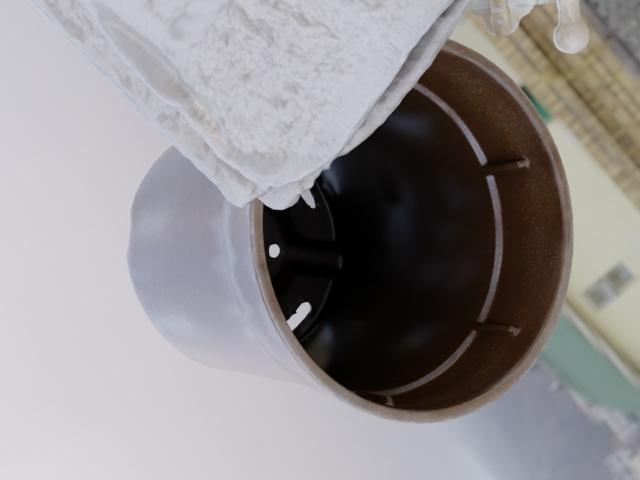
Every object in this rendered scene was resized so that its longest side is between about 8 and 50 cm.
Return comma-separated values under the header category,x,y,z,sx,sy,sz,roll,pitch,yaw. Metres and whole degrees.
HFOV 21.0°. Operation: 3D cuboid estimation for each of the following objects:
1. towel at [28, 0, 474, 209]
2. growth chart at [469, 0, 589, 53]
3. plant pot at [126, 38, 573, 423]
category,x,y,z,sx,sy,sz,roll,pitch,yaw
towel,-0.003,-0.159,0.539,0.187,0.282,0.049,42,-152,12
growth chart,0.007,-0.173,0.800,0.021,0.237,0.172,-22,-67,-67
plant pot,0.000,0.000,0.798,0.167,0.167,0.165,46,154,-21
